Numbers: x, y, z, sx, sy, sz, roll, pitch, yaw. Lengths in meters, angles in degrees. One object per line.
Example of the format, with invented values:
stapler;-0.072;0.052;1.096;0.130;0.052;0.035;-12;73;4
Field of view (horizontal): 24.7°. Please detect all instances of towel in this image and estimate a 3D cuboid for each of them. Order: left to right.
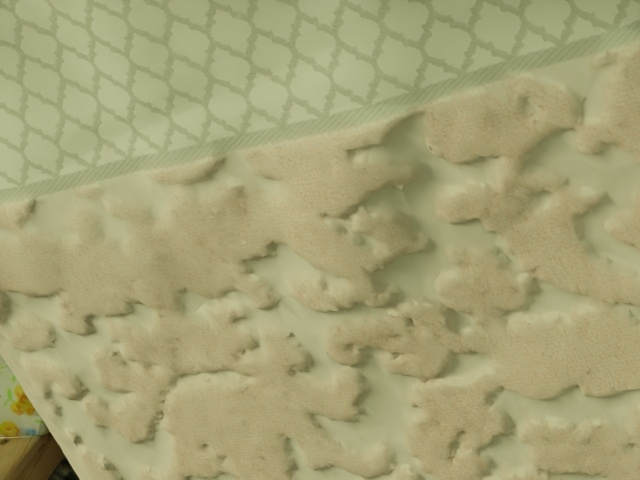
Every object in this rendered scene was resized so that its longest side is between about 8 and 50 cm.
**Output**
towel;0.000;0.000;0.529;0.332;0.053;0.317;-11;125;30

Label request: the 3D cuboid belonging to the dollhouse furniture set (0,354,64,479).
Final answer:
dollhouse furniture set;-0.352;-0.016;0.633;0.394;0.256;0.362;-5;113;19
